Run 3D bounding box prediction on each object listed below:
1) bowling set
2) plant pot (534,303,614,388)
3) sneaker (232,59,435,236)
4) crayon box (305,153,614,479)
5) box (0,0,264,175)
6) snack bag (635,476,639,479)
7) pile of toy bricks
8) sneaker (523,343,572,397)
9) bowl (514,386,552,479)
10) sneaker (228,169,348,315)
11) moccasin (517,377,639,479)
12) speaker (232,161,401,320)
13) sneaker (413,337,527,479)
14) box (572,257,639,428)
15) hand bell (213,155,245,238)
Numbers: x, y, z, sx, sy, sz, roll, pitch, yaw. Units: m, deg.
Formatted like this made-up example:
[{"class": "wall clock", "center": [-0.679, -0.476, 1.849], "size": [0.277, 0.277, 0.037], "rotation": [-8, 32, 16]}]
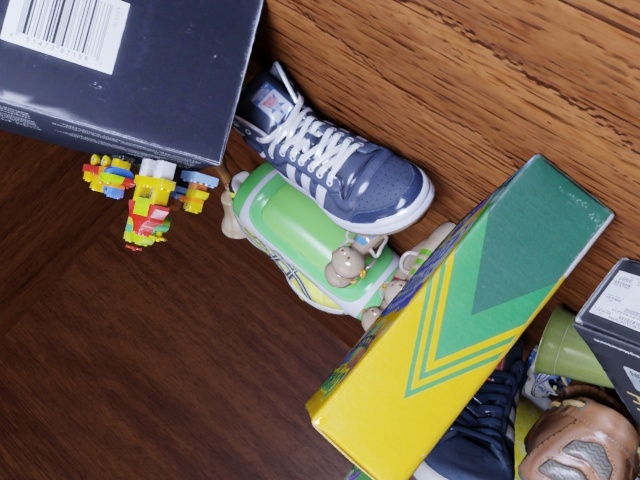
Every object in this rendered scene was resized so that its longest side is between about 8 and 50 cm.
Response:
[{"class": "bowling set", "center": [0.083, 0.028, 0.751], "size": [0.287, 0.154, 0.200], "rotation": [30, 165, 44]}, {"class": "plant pot", "center": [0.284, 0.121, 0.658], "size": [0.079, 0.083, 0.083], "rotation": [20, 160, 31]}, {"class": "sneaker", "center": [-0.005, -0.107, 0.674], "size": [0.282, 0.099, 0.153], "rotation": [33, 168, 51]}, {"class": "crayon box", "center": [0.088, 0.092, 0.537], "size": [0.083, 0.323, 0.203], "rotation": [40, 169, 5]}, {"class": "box", "center": [-0.277, -0.202, 0.674], "size": [0.343, 0.179, 0.312], "rotation": [15, 177, -20]}, {"class": "snack bag", "center": [0.584, 0.498, 1.195], "size": [0.323, 0.037, 0.342], "rotation": [40, 169, 2]}, {"class": "pile of toy bricks", "center": [-0.209, -0.038, 0.730], "size": [0.118, 0.105, 0.212], "rotation": [15, 178, -44]}, {"class": "sneaker", "center": [0.328, 0.202, 0.876], "size": [0.058, 0.052, 0.135], "rotation": [28, 164, 36]}, {"class": "bowl", "center": [0.342, 0.341, 1.087], "size": [0.289, 0.156, 0.289], "rotation": [39, 169, 9]}, {"class": "sneaker", "center": [-0.044, 0.004, 1.131], "size": [0.384, 0.145, 0.147], "rotation": [33, 167, 30]}, {"class": "moccasin", "center": [0.320, 0.235, 0.735], "size": [0.139, 0.147, 0.380], "rotation": [37, -178, 32]}, {"class": "speaker", "center": [0.000, 0.000, 0.997], "size": [0.296, 0.131, 0.131], "rotation": [39, 169, 10]}, {"class": "sneaker", "center": [0.195, 0.190, 0.764], "size": [0.131, 0.148, 0.350], "rotation": [21, -165, 8]}, {"class": "box", "center": [0.371, 0.149, 0.439], "size": [0.242, 0.076, 0.307], "rotation": [48, 167, -33]}, {"class": "hand bell", "center": [-0.200, -0.133, 1.316], "size": [0.126, 0.126, 0.242], "rotation": [31, 152, 43]}]
